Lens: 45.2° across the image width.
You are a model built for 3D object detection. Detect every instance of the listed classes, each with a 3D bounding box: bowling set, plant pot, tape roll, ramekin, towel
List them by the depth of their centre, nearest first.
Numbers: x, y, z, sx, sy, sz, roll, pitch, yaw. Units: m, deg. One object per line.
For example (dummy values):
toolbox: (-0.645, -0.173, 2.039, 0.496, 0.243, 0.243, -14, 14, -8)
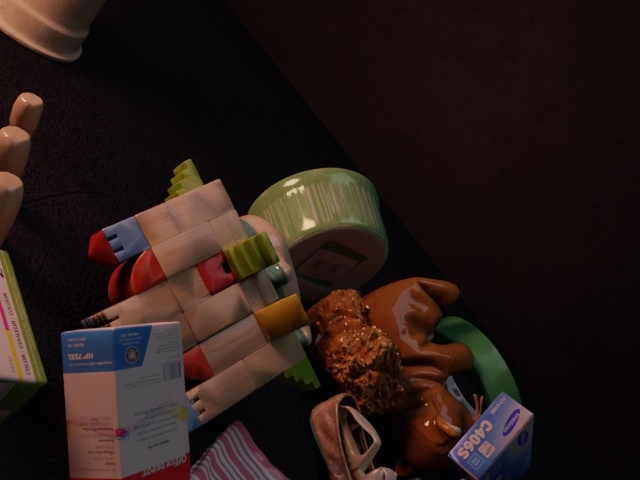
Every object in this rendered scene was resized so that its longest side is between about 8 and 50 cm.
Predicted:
bowling set: (-0.475, -0.098, 0.974, 0.200, 0.154, 0.287, 21, 29, -22)
towel: (-0.109, 0.343, 1.074, 0.144, 0.029, 0.197, 49, 17, 2)
plant pot: (-0.532, -0.590, 1.556, 0.334, 0.305, 0.334, 43, 18, -18)
ramekin: (0.000, 0.000, 1.653, 0.303, 0.303, 0.148, 31, 32, -47)
tape roll: (0.335, 0.338, 1.797, 0.321, 0.077, 0.321, 50, -27, 38)

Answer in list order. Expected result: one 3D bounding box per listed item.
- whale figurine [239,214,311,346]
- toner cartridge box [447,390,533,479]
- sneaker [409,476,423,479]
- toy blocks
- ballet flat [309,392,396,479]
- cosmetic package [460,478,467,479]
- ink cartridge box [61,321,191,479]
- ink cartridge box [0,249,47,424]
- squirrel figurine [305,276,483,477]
whale figurine: (-0.119, 0.090, 1.429, 0.272, 0.141, 0.216, 65, -26, 2)
toner cartridge box: (0.344, 0.441, 1.535, 0.075, 0.165, 0.347, 35, -17, 30)
sneaker: (0.246, 0.520, 1.508, 0.221, 0.083, 0.087, 39, 14, -37)
toy blocks: (-0.199, 0.099, 1.066, 0.261, 0.191, 0.381, -28, 94, -35)
ballet flat: (0.065, 0.386, 1.288, 0.108, 0.106, 0.316, 33, 23, -43)
cosmetic package: (0.301, 0.527, 1.259, 0.113, 0.160, 0.309, 45, -13, -17)
ink cartridge box: (-0.220, 0.214, 0.888, 0.134, 0.078, 0.230, 6, 78, -66)
ink cartridge box: (-0.419, 0.078, 0.746, 0.255, 0.097, 0.188, 26, 29, -55)
squirrel figurine: (0.142, 0.282, 1.555, 0.397, 0.281, 0.370, 17, 44, -37)
